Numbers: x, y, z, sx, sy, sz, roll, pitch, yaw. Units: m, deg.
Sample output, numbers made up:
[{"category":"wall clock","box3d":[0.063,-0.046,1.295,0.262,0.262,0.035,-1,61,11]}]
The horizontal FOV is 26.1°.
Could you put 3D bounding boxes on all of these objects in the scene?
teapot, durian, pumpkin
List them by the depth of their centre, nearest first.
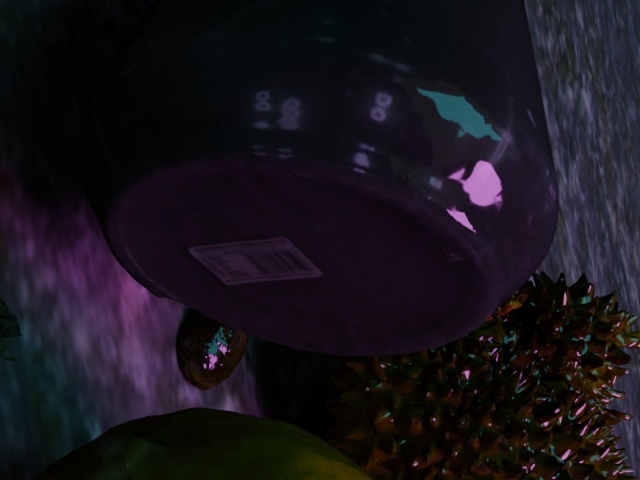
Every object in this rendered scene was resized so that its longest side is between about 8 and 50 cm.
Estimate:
[{"category":"teapot","box3d":[0.007,-0.122,0.802,0.253,0.300,0.344,31,56,-28]},{"category":"pumpkin","box3d":[-0.064,0.058,0.904,0.050,0.028,0.083,55,36,-39]},{"category":"durian","box3d":[0.113,0.134,0.982,0.293,0.258,0.258,45,46,-66]}]

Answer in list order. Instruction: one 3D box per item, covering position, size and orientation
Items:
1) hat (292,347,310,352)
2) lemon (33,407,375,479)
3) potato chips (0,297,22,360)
[{"category":"hat","box3d":[0.000,0.000,0.975,0.112,0.094,0.162,-105,-173,-74]},{"category":"lemon","box3d":[-0.049,0.223,0.674,0.245,0.245,0.320,-56,137,-50]},{"category":"potato chips","box3d":[-0.222,0.016,0.622,0.220,0.029,0.202,-22,101,-59]}]
